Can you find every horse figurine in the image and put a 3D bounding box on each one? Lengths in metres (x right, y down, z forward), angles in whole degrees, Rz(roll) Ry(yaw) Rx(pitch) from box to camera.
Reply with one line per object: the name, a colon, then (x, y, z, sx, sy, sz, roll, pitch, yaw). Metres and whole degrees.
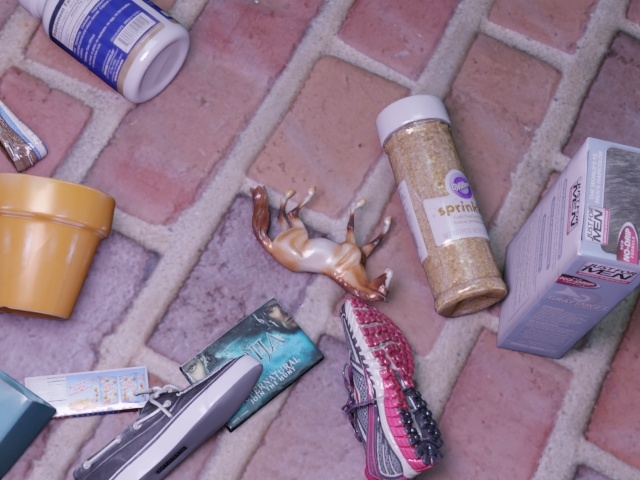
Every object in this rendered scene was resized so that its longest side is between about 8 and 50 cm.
horse figurine: (0.000, 0.000, 1.815, 0.263, 0.066, 0.174, 17, 60, 3)

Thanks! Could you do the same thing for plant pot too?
plant pot: (-0.418, 0.016, 1.685, 0.205, 0.205, 0.188, 8, 80, -5)
plant pot: (-0.509, 0.277, 1.556, 0.165, 0.166, 0.234, 33, 78, 6)

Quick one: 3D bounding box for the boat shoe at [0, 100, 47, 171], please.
boat shoe: (-0.522, -0.182, 1.818, 0.183, 0.066, 0.066, 40, 67, 10)

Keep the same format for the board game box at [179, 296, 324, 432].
board game box: (-0.104, 0.186, 1.738, 0.186, 0.026, 0.126, -37, 76, -22)

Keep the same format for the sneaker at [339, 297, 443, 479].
sneaker: (0.077, 0.219, 1.712, 0.121, 0.112, 0.299, 24, 41, -45)

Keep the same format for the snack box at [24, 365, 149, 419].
snack box: (-0.343, 0.226, 1.684, 0.178, 0.022, 0.064, -5, 67, -11)

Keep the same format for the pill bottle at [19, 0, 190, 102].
pill bottle: (-0.357, -0.359, 1.877, 0.265, 0.153, 0.153, 38, 66, 10)

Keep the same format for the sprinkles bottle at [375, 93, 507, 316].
sprinkles bottle: (0.192, -0.058, 1.847, 0.121, 0.121, 0.355, -11, 68, -14)

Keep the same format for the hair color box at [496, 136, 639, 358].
hair color box: (0.374, 0.024, 1.696, 0.113, 0.374, 0.185, 12, 65, -4)

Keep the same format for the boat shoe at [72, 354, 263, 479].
boat shoe: (-0.220, 0.257, 1.636, 0.306, 0.113, 0.105, -44, 70, -4)
